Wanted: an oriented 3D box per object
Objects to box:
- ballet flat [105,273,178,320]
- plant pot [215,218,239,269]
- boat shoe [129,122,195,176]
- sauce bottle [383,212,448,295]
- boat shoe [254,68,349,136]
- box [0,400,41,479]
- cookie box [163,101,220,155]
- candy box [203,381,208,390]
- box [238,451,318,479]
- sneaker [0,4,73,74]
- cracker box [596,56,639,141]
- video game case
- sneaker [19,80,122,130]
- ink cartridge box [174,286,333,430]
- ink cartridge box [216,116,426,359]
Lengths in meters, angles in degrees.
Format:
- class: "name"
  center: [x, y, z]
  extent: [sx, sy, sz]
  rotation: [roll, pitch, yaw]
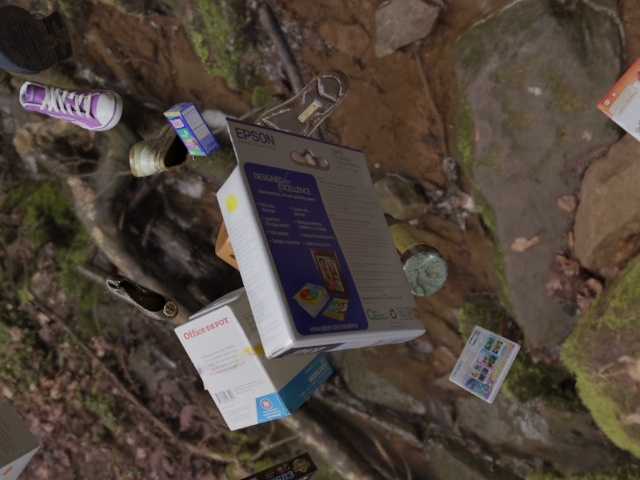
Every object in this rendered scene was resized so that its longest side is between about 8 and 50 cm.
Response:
- class: "ballet flat"
  center: [-0.549, 0.174, 2.083]
  extent: [0.250, 0.084, 0.058]
  rotation: [33, 146, -21]
- class: "plant pot"
  center: [-0.116, -0.024, 1.577]
  extent: [0.203, 0.291, 0.291]
  rotation: [22, 149, -17]
- class: "boat shoe"
  center: [-0.347, -0.217, 1.610]
  extent: [0.089, 0.285, 0.104]
  rotation: [3, 117, 18]
- class: "sauce bottle"
  center: [0.184, 0.014, 1.515]
  extent: [0.111, 0.111, 0.344]
  rotation: [52, -175, -21]
- class: "boat shoe"
  center: [-0.043, -0.255, 1.384]
  extent: [0.257, 0.095, 0.095]
  rotation: [-32, 102, 20]
- class: "box"
  center: [-0.518, 0.332, 0.962]
  extent: [0.091, 0.170, 0.130]
  rotation: [46, 118, 11]
- class: "cookie box"
  center: [-0.269, -0.232, 1.400]
  extent: [0.092, 0.040, 0.107]
  rotation: [13, 139, 57]
- class: "candy box"
  center: [-0.151, 0.345, 1.761]
  extent: [0.183, 0.087, 0.316]
  rotation: [-28, 151, 14]
- class: "box"
  center: [-0.187, 0.740, 1.886]
  extent: [0.073, 0.295, 0.293]
  rotation: [50, 129, 29]
- class: "sneaker"
  center: [-0.524, -0.326, 1.126]
  extent: [0.131, 0.319, 0.112]
  rotation: [-11, 105, 1]
- class: "cracker box"
  center: [0.544, -0.185, 0.972]
  extent: [0.156, 0.067, 0.232]
  rotation: [-53, 51, 24]
- class: "video game case"
  center: [0.404, 0.303, 1.660]
  extent: [0.019, 0.157, 0.143]
  rotation: [31, 176, -34]
- class: "sneaker"
  center: [-0.621, -0.331, 1.631]
  extent: [0.282, 0.161, 0.102]
  rotation: [10, 93, 33]
- class: "ink cartridge box"
  center: [-0.127, 0.212, 1.302]
  extent: [0.171, 0.168, 0.232]
  rotation: [-24, 96, 38]
- class: "ink cartridge box"
  center: [0.000, 0.000, 0.931]
  extent: [0.072, 0.303, 0.307]
  rotation: [-33, 67, 33]
